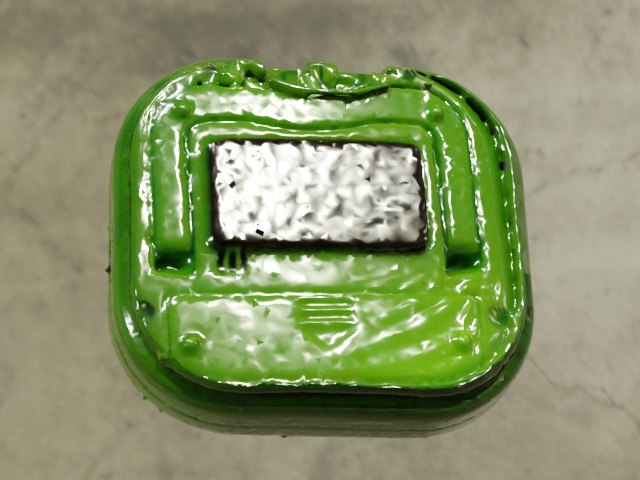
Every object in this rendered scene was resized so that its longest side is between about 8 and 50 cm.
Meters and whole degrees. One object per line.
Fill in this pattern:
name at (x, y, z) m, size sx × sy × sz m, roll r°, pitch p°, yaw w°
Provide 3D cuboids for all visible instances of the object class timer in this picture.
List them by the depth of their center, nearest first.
timer at (0.000, 0.000, 0.654) m, size 0.140 × 0.047 × 0.128 m, roll 2°, pitch 66°, yaw -10°
